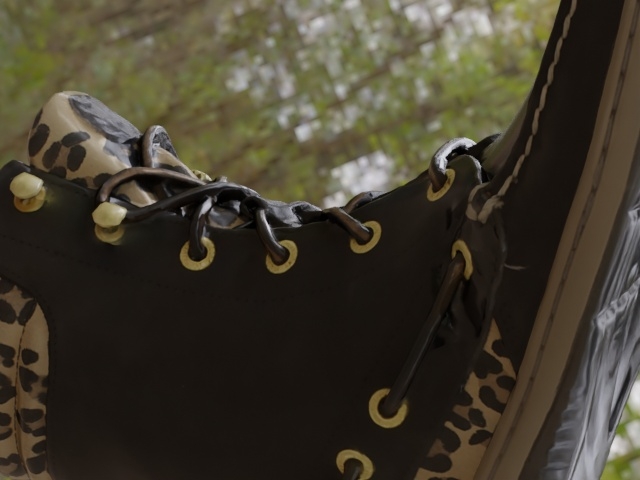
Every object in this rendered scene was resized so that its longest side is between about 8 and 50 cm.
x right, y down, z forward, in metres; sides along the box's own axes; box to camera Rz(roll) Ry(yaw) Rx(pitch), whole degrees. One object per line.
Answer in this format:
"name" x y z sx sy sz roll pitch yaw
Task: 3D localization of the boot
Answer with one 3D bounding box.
"boot" 0.000 0.000 0.813 0.138 0.284 0.377 -28 136 -61
